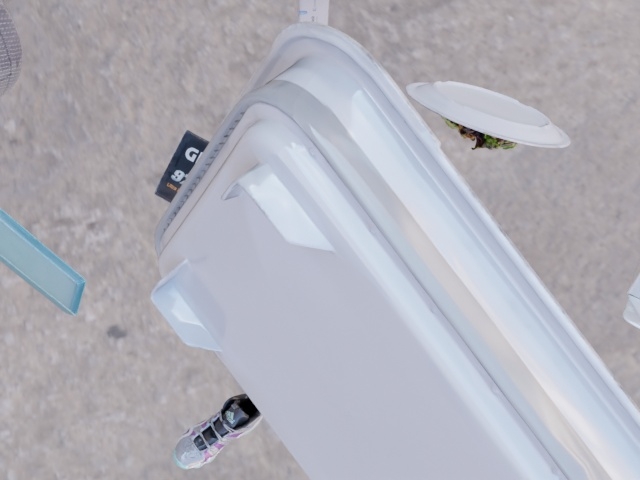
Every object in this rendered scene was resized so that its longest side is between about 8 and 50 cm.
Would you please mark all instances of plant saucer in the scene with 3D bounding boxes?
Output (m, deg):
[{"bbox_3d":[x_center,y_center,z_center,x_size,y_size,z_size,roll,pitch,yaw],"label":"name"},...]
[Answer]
[{"bbox_3d":[-0.386,0.025,1.587,0.018,0.067,0.192,-23,129,27],"label":"plant saucer"}]

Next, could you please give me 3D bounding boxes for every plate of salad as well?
[{"bbox_3d":[0.190,-0.138,1.388,0.200,0.200,0.048,9,112,-23],"label":"plate of salad"}]

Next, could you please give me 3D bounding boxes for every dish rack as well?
[{"bbox_3d":[0.028,0.079,0.628,0.072,0.285,0.333,-36,87,-28],"label":"dish rack"}]

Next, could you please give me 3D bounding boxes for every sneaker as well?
[{"bbox_3d":[-0.089,0.165,1.085,0.098,0.038,0.069,-35,168,-29],"label":"sneaker"}]

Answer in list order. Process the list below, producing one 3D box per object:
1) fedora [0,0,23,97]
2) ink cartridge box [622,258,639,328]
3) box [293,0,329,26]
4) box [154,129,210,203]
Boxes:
[{"bbox_3d":[-0.229,-0.184,0.559,0.275,0.244,0.124,50,59,-34],"label":"fedora"},{"bbox_3d":[0.322,0.021,0.969,0.115,0.198,0.067,28,125,9],"label":"ink cartridge box"},{"bbox_3d":[-0.015,-0.321,1.316,0.038,0.186,0.145,-7,80,-1],"label":"box"},{"bbox_3d":[0.000,0.000,0.856,0.175,0.220,0.051,29,91,14],"label":"box"}]
